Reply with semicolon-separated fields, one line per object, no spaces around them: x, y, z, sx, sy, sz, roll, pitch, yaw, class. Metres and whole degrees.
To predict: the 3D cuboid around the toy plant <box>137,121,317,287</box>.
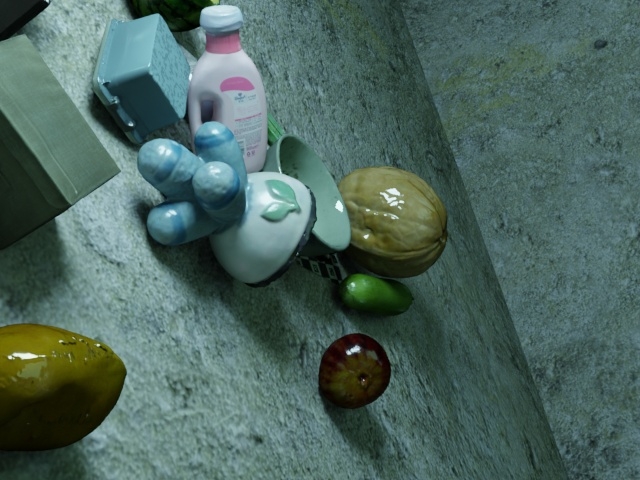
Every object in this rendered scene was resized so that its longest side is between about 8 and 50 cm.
-0.194;-0.081;1.438;0.332;0.247;0.247;34;36;-36;toy plant

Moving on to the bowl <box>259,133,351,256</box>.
-0.066;-0.077;1.749;0.289;0.146;0.289;47;27;-33;bowl

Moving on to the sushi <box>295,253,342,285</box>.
0.000;0.000;1.931;0.210;0.040;0.192;27;42;-53;sushi

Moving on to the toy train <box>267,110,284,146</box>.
-0.132;-0.280;1.958;0.093;0.038;0.056;51;33;-27;toy train

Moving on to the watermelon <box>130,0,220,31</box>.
-0.328;-0.514;1.676;0.204;0.127;0.232;31;21;9;watermelon

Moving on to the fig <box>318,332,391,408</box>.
0.072;0.260;1.678;0.148;0.149;0.202;40;28;-31;fig

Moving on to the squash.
0.156;0.144;2.028;0.379;0.101;0.101;16;51;-61;squash

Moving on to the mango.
-0.335;0.171;0.942;0.249;0.156;0.151;12;53;-57;mango

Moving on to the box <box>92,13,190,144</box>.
-0.332;-0.307;1.468;0.162;0.130;0.227;61;18;-44;box

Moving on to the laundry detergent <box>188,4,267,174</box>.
-0.186;-0.288;1.553;0.088;0.159;0.335;-127;-150;-54;laundry detergent

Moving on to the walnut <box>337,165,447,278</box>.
0.170;-0.047;2.016;0.252;0.313;0.277;-61;148;-23;walnut

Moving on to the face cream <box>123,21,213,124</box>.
-0.296;-0.357;1.663;0.274;0.096;0.154;51;26;3;face cream

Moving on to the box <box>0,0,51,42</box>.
-0.487;-0.429;1.216;0.153;0.188;0.252;49;30;-29;box

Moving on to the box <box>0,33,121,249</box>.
-0.423;-0.134;1.084;0.231;0.149;0.155;56;25;-15;box
